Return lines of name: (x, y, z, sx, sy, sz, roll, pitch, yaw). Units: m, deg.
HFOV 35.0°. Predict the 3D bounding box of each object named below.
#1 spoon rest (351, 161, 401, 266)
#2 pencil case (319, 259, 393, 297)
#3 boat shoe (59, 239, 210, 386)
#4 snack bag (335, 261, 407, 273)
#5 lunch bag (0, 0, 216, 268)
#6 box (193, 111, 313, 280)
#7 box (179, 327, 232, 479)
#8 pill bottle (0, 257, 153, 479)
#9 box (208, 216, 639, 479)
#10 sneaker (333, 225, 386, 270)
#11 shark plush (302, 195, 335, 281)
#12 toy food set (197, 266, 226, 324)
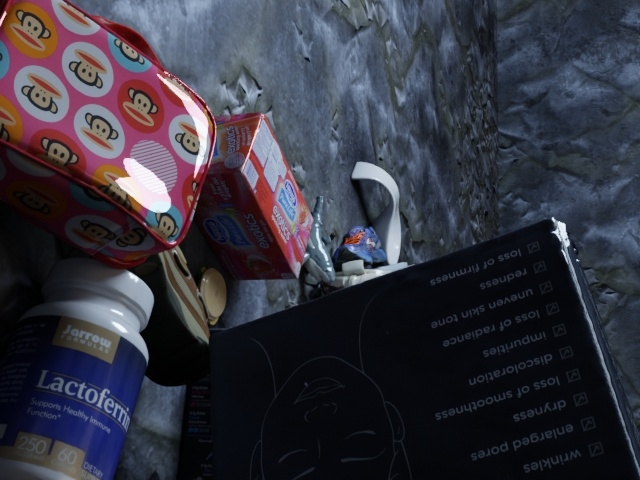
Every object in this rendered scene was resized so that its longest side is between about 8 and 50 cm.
spoon rest: (0.145, -0.055, 2.277, 0.137, 0.084, 0.276, -70, 149, -42)
pencil case: (0.068, 0.249, 1.938, 0.183, 0.160, 0.410, 49, 43, -79)
boat shoe: (-0.230, 0.042, 1.296, 0.120, 0.123, 0.324, -87, 162, -53)
snack bag: (0.111, 0.218, 2.198, 0.343, 0.037, 0.323, -6, 96, -60)
lunch bag: (-0.254, -0.137, 1.102, 0.293, 0.120, 0.258, 36, 49, -30)
box: (-0.114, -0.062, 1.567, 0.257, 0.123, 0.128, 64, 32, -46)
box: (-0.106, 0.278, 1.531, 0.165, 0.143, 0.270, 35, 55, -63)
pill bottle: (-0.275, 0.161, 1.102, 0.153, 0.153, 0.264, 60, 34, -50)
box: (0.142, 0.299, 1.187, 0.297, 0.480, 0.471, 56, 21, -45)
sneaker: (0.073, 0.014, 2.118, 0.221, 0.083, 0.087, -5, 81, -74)
shark plush: (0.000, 0.000, 1.924, 0.073, 0.067, 0.161, 45, 47, -60)
toy food set: (-0.168, 0.082, 1.558, 0.083, 0.020, 0.082, 56, 37, -52)
